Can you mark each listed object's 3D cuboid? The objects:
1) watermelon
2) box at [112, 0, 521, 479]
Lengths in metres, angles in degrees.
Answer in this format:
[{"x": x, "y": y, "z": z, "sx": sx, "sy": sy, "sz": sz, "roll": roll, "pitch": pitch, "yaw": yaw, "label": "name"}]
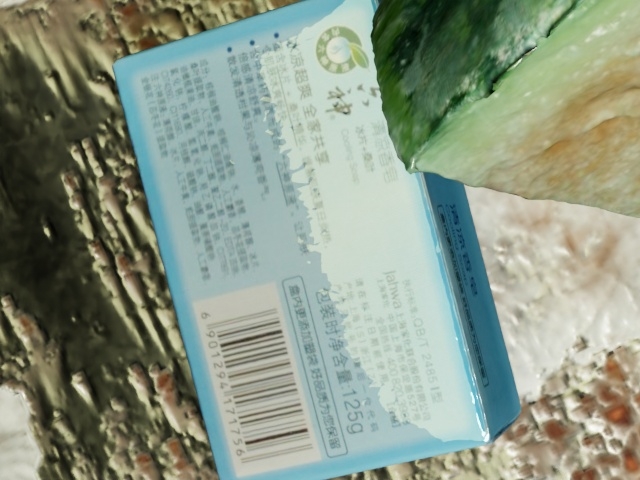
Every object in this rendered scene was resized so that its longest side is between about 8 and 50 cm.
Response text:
[{"x": 0.163, "y": -0.118, "z": 0.744, "sx": 0.264, "sy": 0.302, "sz": 0.151, "roll": -39, "pitch": 57, "yaw": 24, "label": "watermelon"}, {"x": 0.000, "y": 0.000, "z": 0.886, "sx": 0.142, "sy": 0.083, "sz": 0.232, "roll": -15, "pitch": 89, "yaw": 20, "label": "box"}]
